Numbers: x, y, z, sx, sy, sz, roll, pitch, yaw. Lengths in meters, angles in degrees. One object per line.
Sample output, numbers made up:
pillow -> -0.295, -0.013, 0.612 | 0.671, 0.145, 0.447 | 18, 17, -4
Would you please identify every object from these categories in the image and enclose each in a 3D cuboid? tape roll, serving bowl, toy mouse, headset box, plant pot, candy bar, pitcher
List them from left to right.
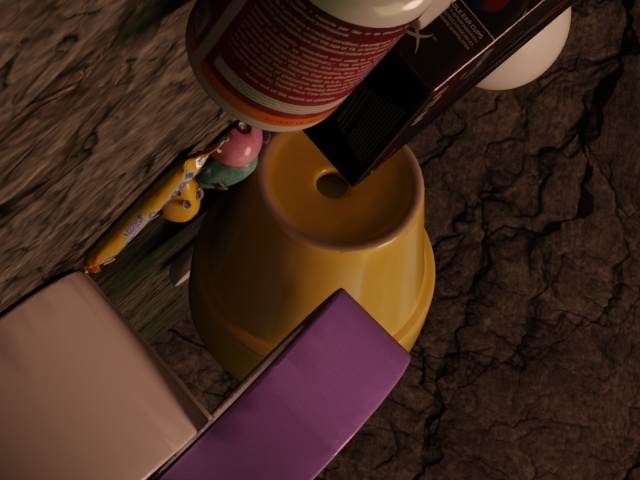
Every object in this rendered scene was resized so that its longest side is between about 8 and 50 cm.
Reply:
tape roll -> -0.236, 0.164, 1.256 | 0.246, 0.169, 0.246 | -42, 179, -1
candy bar -> -0.135, -0.025, 1.197 | 0.161, 0.018, 0.040 | -43, 178, 34
serving bowl -> -0.152, 0.019, 1.842 | 0.083, 0.027, 0.083 | -41, 178, -2
toy mouse -> -0.073, -0.066, 1.266 | 0.143, 0.031, 0.161 | -40, 178, -29
tape roll -> -0.047, 0.168, 1.347 | 0.275, 0.090, 0.275 | -46, 180, 0
plant pot -> 0.000, 0.000, 1.530 | 0.254, 0.254, 0.239 | -40, 162, -26
pitcher -> 0.137, -0.202, 1.344 | 0.178, 0.125, 0.207 | -20, 166, -4
headset box -> 0.113, -0.186, 0.970 | 0.293, 0.110, 0.218 | -40, 178, -17

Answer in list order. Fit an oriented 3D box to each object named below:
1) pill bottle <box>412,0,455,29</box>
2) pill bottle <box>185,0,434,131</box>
pill bottle -> 0.091, -0.185, 0.763 | 0.169, 0.094, 0.094 | -41, 178, -2
pill bottle -> 0.003, -0.117, 0.682 | 0.086, 0.086, 0.152 | -40, 179, -34
